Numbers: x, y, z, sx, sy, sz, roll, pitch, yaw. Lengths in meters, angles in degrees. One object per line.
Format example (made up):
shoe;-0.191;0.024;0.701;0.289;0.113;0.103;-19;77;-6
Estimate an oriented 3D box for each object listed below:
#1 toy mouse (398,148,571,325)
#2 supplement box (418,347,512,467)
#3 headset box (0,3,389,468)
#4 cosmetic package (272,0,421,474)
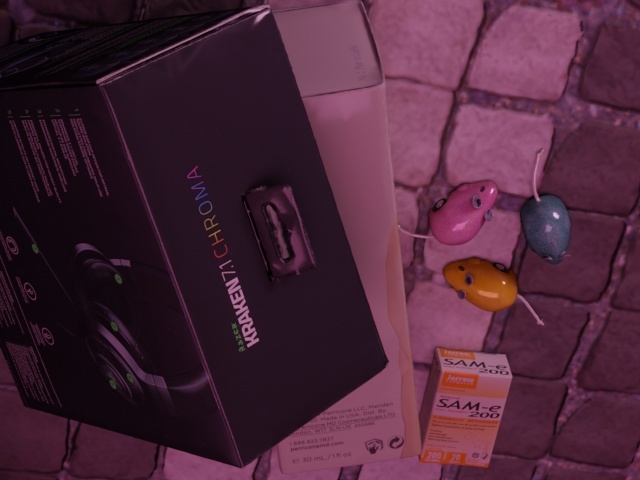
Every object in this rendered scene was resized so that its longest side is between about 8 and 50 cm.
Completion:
toy mouse;0.145;-0.006;1.135;0.161;0.031;0.143;21;117;-15
supplement box;0.120;0.142;1.218;0.062;0.036;0.098;5;120;-7
headset box;-0.113;-0.009;0.916;0.131;0.283;0.246;-31;111;-34
cosmetic package;0.000;0.000;1.057;0.113;0.160;0.309;-7;122;-1
